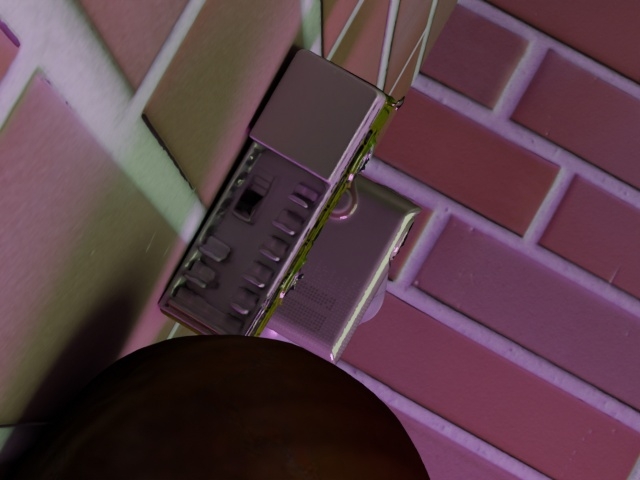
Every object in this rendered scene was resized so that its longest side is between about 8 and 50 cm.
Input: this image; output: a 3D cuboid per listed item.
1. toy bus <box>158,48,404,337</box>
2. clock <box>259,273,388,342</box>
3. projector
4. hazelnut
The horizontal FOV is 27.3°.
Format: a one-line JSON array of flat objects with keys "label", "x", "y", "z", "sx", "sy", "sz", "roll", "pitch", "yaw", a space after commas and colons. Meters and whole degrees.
[{"label": "toy bus", "x": -0.041, "y": -0.035, "z": 1.266, "sx": 0.302, "sy": 0.113, "sz": 0.139, "roll": -60, "pitch": 173, "yaw": 2}, {"label": "clock", "x": -0.040, "y": 0.061, "z": 1.738, "sx": 0.189, "sy": 0.189, "sz": 0.254, "roll": -63, "pitch": 161, "yaw": 19}, {"label": "projector", "x": 0.000, "y": 0.000, "z": 1.526, "sx": 0.242, "sy": 0.177, "sz": 0.163, "roll": -62, "pitch": 178, "yaw": 1}, {"label": "hazelnut", "x": -0.106, "y": 0.266, "z": 1.061, "sx": 0.409, "sy": 0.359, "sz": 0.359, "roll": -58, "pitch": 177, "yaw": 9}]
